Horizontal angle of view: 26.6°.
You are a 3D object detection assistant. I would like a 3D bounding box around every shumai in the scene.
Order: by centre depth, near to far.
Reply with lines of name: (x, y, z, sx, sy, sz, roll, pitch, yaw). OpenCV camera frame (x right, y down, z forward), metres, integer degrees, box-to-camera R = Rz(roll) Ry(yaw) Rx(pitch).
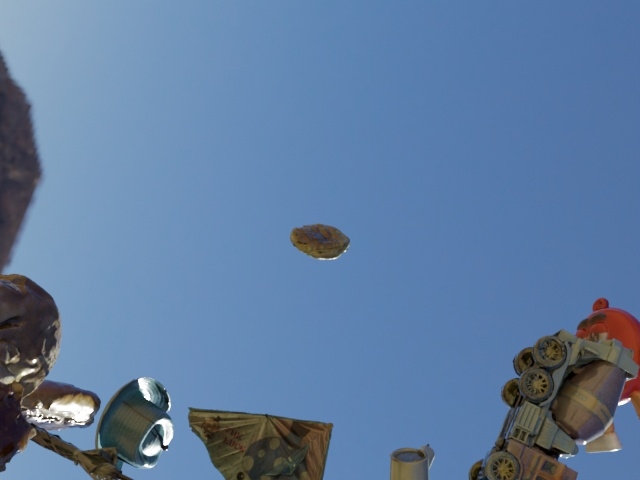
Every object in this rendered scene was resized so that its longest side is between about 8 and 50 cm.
shumai: (-0.330, 0.116, 1.234, 0.153, 0.210, 0.161, -135, -133, -58)

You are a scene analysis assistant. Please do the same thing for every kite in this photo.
kite: (-0.105, 0.355, 1.915, 0.314, 0.011, 0.335, -37, -123, 7)

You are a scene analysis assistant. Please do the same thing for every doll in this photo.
doll: (0.413, 0.183, 1.884, 0.183, 0.085, 0.217, -18, -104, 50)

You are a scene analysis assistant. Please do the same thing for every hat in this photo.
hat: (-0.245, 0.267, 1.860, 0.138, 0.078, 0.191, -60, 165, -20)

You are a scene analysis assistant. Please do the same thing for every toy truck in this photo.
toy truck: (0.293, 0.227, 1.689, 0.108, 0.140, 0.256, 118, -4, -73)

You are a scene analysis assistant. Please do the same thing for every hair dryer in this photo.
hair dryer: (0.094, 0.216, 1.294, 0.124, 0.038, 0.063, -43, 135, -69)

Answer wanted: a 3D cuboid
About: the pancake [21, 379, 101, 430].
pancake: (-0.410, 0.198, 1.681, 0.245, 0.266, 0.057, -9, -111, 46)

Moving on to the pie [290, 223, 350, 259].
pie: (0.000, 0.000, 1.840, 0.084, 0.084, 0.020, -107, -154, -59)

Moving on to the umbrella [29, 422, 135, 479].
umbrella: (-0.274, 0.227, 1.493, 0.269, 0.044, 0.044, 20, -56, 37)
